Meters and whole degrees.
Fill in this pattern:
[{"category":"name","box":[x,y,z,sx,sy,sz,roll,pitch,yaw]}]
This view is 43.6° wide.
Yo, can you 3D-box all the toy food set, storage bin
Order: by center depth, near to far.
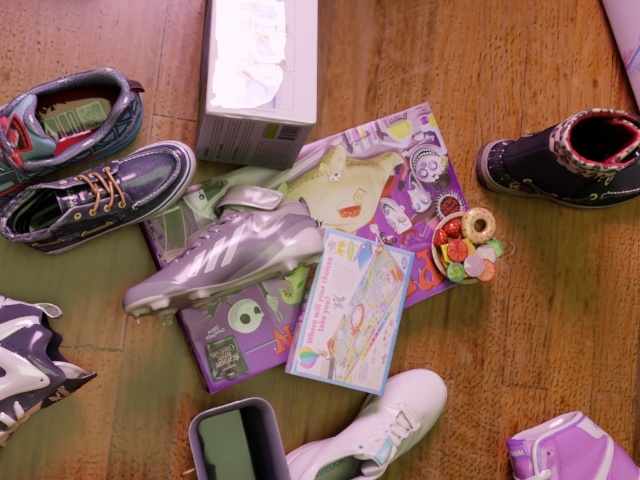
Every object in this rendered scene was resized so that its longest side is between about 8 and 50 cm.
[{"category":"storage bin","box":[-0.091,0.225,0.793,0.098,0.091,0.135,-14,89,-18]},{"category":"toy food set","box":[0.162,0.008,0.883,0.083,0.020,0.082,-16,90,-19]}]

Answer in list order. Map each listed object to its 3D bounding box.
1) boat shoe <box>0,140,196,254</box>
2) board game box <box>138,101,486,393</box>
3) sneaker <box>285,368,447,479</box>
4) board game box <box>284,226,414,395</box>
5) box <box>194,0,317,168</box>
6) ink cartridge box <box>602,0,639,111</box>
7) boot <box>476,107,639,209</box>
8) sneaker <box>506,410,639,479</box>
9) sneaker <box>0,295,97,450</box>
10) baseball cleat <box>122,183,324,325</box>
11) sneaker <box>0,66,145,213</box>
[{"category":"boat shoe","box":[-0.206,-0.041,0.751,0.183,0.083,0.065,-29,82,4]},{"category":"board game box","box":[0.000,0.000,0.866,0.347,0.056,0.208,-23,96,-18]},{"category":"sneaker","box":[0.059,0.212,0.840,0.212,0.094,0.080,-33,94,-18]},{"category":"board game box","box":[0.032,0.074,0.832,0.103,0.026,0.154,17,80,-16]},{"category":"box","box":[-0.065,-0.189,0.804,0.103,0.114,0.203,5,72,-13]},{"category":"ink cartridge box","box":[0.488,-0.273,0.985,0.226,0.131,0.306,-13,84,-19]},{"category":"boot","box":[0.319,-0.089,0.902,0.237,0.178,0.085,2,84,-16]},{"category":"sneaker","box":[0.232,0.311,0.890,0.161,0.102,0.282,49,63,-5]},{"category":"sneaker","box":[-0.284,0.161,0.735,0.153,0.094,0.234,-1,75,-9]},{"category":"baseball cleat","box":[-0.102,0.008,0.783,0.206,0.072,0.109,-16,77,-23]},{"category":"sneaker","box":[-0.286,-0.095,0.741,0.262,0.125,0.104,-33,95,-17]}]
